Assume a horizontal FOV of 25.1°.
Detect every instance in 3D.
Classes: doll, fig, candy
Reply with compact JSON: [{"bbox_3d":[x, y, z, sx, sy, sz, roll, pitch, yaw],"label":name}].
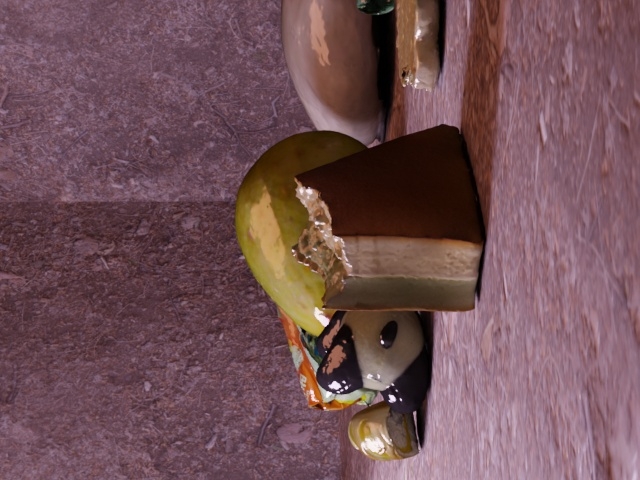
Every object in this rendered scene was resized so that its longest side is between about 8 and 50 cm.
[{"bbox_3d":[0.076,0.127,1.893,0.234,0.143,0.135,-92,18,-71],"label":"doll"},{"bbox_3d":[0.000,0.000,2.194,0.258,0.258,0.326,94,169,-59],"label":"fig"},{"bbox_3d":[0.026,-0.343,2.507,0.427,0.186,0.386,82,-178,-61],"label":"candy"}]

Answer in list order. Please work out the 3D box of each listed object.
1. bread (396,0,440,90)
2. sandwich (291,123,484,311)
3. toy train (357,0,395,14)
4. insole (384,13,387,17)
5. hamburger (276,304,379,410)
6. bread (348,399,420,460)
[{"bbox_3d":[0.121,-0.276,1.789,0.251,0.039,0.182,-106,17,-82],"label":"bread"},{"bbox_3d":[0.063,-0.030,1.481,0.220,0.186,0.108,-93,6,-54],"label":"sandwich"},{"bbox_3d":[0.074,-0.414,1.625,0.189,0.126,0.307,176,95,-68],"label":"toy train"},{"bbox_3d":[0.113,-0.405,2.399,0.135,0.002,0.045,108,161,-81],"label":"insole"},{"bbox_3d":[0.045,0.146,2.358,0.260,0.150,0.276,36,-142,-53],"label":"hamburger"},{"bbox_3d":[0.084,0.253,1.927,0.157,0.094,0.083,-75,-22,-89],"label":"bread"}]
